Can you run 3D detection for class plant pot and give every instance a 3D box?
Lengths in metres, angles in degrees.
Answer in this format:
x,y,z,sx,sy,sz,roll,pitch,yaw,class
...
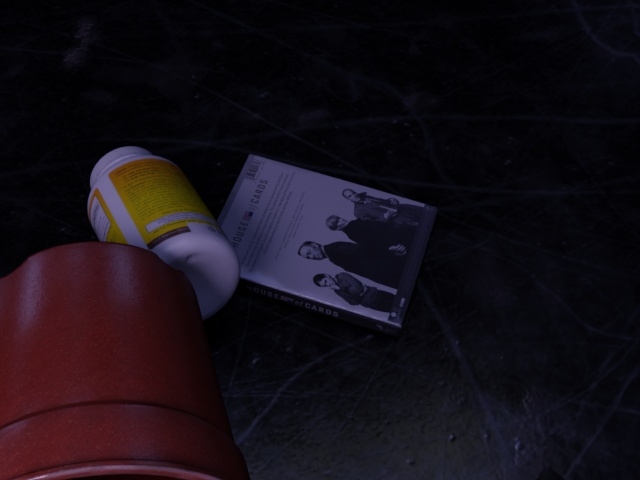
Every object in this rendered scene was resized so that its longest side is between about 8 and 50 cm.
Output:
x,y,z,sx,sy,sz,roll,pitch,yaw,class
-0.193,0.160,0.845,0.273,0.272,0.265,-6,46,-9,plant pot

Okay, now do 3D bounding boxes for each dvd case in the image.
x,y,z,sx,sy,sz,roll,pitch,yaw,class
0.000,0.000,1.111,0.239,0.029,0.179,16,53,8,dvd case

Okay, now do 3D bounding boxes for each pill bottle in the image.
x,y,z,sx,sy,sz,roll,pitch,yaw,class
-0.176,-0.013,1.035,0.117,0.117,0.215,-19,43,-19,pill bottle

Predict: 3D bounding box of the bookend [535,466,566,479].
x,y,z,sx,sy,sz,roll,pitch,yaw,class
0.206,0.309,0.826,0.157,0.072,0.156,37,60,16,bookend
